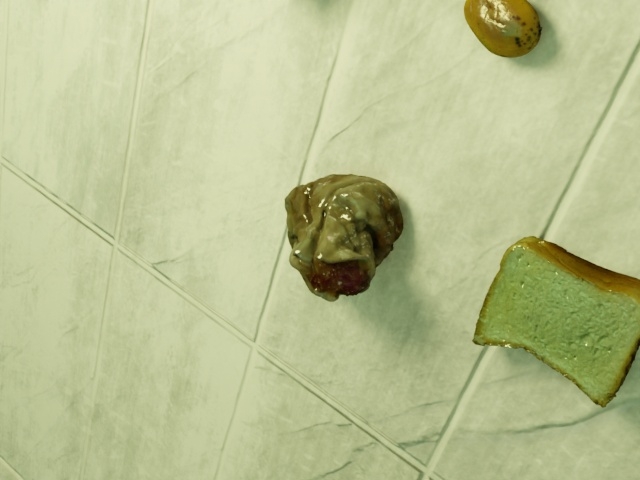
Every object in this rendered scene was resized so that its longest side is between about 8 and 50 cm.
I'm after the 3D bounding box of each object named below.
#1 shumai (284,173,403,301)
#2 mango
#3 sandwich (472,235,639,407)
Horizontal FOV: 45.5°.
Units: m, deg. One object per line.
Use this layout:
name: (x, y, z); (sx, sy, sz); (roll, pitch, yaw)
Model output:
shumai: (0.001, -0.004, 1.180); (0.218, 0.185, 0.184); (4, 110, 36)
mango: (0.232, -0.282, 0.982); (0.114, 0.057, 0.079); (41, 132, 26)
sandwich: (0.336, 0.107, 1.055); (0.214, 0.065, 0.186); (29, 123, 24)
